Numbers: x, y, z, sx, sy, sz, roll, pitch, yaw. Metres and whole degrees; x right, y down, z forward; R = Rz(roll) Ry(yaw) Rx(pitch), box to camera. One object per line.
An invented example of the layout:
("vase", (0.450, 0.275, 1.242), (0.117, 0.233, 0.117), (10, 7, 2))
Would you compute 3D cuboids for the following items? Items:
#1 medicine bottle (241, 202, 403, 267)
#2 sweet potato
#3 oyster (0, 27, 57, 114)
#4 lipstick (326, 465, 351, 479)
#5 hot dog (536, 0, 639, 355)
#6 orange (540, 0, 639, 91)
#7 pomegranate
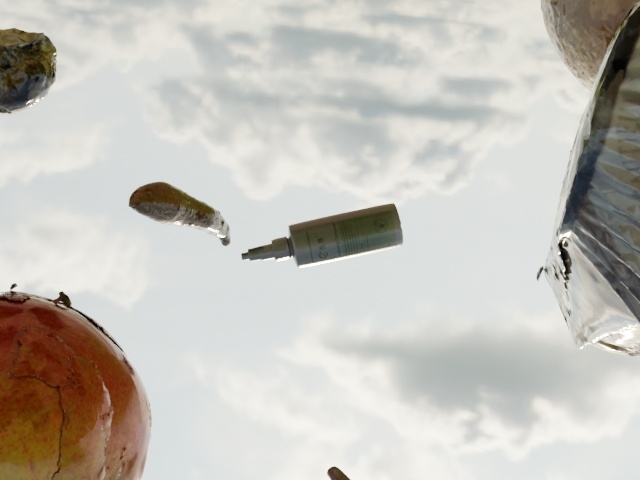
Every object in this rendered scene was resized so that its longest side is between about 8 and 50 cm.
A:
("medicine bottle", (0.000, 0.000, 1.423), (0.199, 0.058, 0.057), (-11, -163, -3))
("sweet potato", (-0.161, -0.032, 1.438), (0.050, 0.050, 0.214), (16, 176, 33))
("oyster", (-0.443, -0.207, 1.500), (0.232, 0.161, 0.107), (-26, -125, -29))
("lipstick", (0.044, 0.226, 0.960), (0.107, 0.025, 0.025), (40, -176, 26))
("hot dog", (0.124, -0.020, 0.428), (0.069, 0.131, 0.252), (15, 177, 11))
("orange", (0.274, -0.179, 0.812), (0.236, 0.236, 0.236), (5, -164, -2))
("pomegranate", (-0.226, 0.152, 0.838), (0.210, 0.235, 0.210), (-4, 153, -2))
